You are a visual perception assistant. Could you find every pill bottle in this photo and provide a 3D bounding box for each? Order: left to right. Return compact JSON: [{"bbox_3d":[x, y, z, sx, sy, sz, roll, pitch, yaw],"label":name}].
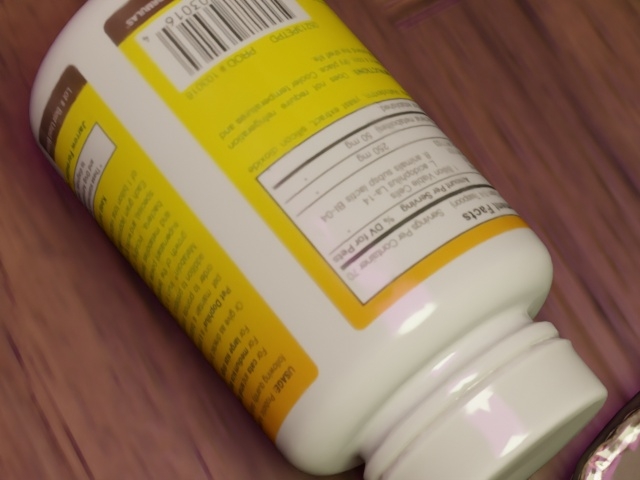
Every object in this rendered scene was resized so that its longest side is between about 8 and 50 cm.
[{"bbox_3d":[0.000,0.000,0.557,0.117,0.117,0.215,-37,73,-11],"label":"pill bottle"}]

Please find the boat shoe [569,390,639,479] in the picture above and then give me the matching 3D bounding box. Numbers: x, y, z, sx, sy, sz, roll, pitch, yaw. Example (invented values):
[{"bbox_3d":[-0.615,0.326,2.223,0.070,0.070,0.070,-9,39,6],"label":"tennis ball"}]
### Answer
[{"bbox_3d":[0.222,0.038,0.511,0.324,0.097,0.116,-24,68,11],"label":"boat shoe"}]
